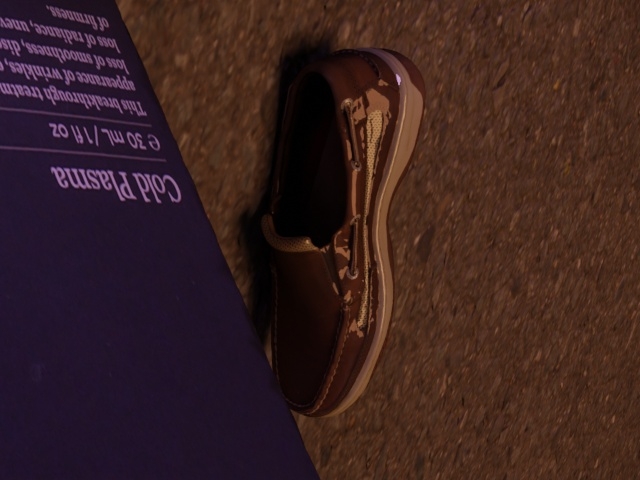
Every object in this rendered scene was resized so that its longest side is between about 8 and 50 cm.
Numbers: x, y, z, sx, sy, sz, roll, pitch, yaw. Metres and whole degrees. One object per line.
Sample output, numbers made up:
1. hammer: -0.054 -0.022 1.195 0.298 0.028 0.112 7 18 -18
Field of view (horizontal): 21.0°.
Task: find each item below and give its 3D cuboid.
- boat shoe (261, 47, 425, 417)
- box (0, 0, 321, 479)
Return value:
1. boat shoe: -0.006 -0.002 1.147 0.095 0.095 0.257 -7 109 -49
2. box: -0.175 0.044 0.454 0.179 0.312 0.343 -30 166 25
